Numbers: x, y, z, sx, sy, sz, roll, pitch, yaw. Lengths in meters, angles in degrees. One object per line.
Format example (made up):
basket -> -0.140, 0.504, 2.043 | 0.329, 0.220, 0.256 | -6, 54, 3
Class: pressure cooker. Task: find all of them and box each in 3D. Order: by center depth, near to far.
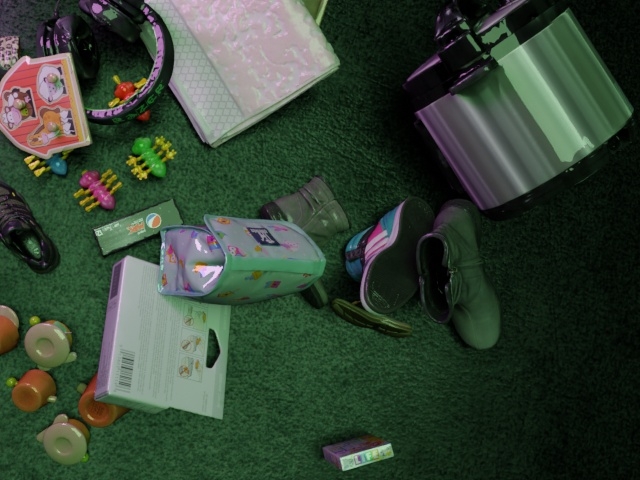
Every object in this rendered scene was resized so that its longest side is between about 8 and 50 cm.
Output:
pressure cooker -> 0.371, -0.298, 1.854 | 0.375, 0.370, 0.420 | -36, 97, -16

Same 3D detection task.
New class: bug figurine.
bug figurine -> -0.415, -0.179, 1.821 | 0.279, 0.072, 0.216 | -34, 86, -8

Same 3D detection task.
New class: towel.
towel -> -0.175, -0.396, 1.842 | 0.317, 0.053, 0.332 | -32, 93, 12

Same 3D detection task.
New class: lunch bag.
lunch bag -> -0.146, 0.039, 1.733 | 0.223, 0.262, 0.160 | 5, 83, -36

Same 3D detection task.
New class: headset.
headset -> -0.442, -0.403, 1.757 | 0.243, 0.185, 0.394 | -37, 73, 6

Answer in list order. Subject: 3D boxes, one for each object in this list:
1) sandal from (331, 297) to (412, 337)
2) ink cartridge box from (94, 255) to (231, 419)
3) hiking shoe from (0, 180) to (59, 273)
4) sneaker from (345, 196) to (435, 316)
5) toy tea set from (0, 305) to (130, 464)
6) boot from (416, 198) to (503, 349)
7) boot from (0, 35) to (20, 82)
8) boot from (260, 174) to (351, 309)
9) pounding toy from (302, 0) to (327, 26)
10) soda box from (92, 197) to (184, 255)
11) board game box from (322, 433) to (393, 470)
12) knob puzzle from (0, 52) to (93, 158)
sandal -> 0.105, 0.149, 1.911 | 0.180, 0.072, 0.049 | 19, 66, -11
ink cartridge box -> -0.289, 0.190, 1.779 | 0.238, 0.060, 0.275 | 22, 56, -33
hiking shoe -> -0.572, -0.038, 1.754 | 0.086, 0.114, 0.227 | -44, 95, -13
sneaker -> 0.112, 0.055, 1.859 | 0.123, 0.178, 0.296 | 39, 48, -11
toy tea set -> -0.491, 0.245, 1.768 | 0.200, 0.124, 0.336 | -34, 97, 17
boot -> 0.258, 0.107, 1.833 | 0.118, 0.223, 0.338 | -8, 112, 28
boot -> -0.659, -0.287, 1.773 | 0.178, 0.085, 0.237 | 2, 84, -15
boot -> 0.000, 0.000, 1.896 | 0.161, 0.083, 0.247 | -26, 92, -19
pounding toy -> -0.100, -0.462, 1.910 | 0.206, 0.094, 0.181 | 18, 89, -3
soda box -> -0.354, -0.025, 1.831 | 0.168, 0.053, 0.060 | -22, 91, -13
board game box -> 0.071, 0.411, 1.833 | 0.103, 0.154, 0.026 | -14, 88, -13
knob puzzle -> -0.529, -0.244, 1.740 | 0.213, 0.030, 0.213 | 3, 102, 16
